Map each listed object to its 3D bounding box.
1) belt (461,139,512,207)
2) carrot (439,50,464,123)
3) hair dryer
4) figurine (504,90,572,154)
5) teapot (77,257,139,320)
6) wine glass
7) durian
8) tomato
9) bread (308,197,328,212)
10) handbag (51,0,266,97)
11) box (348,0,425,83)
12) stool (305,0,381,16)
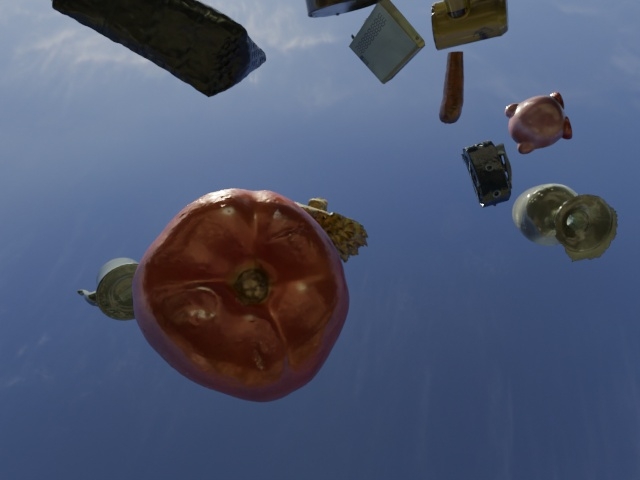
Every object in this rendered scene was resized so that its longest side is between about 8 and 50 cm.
[{"bbox_3d":[0.557,-0.225,1.405,0.128,0.122,0.218,-15,-102,9],"label":"belt"},{"bbox_3d":[0.180,-0.206,0.583,0.032,0.093,0.032,0,-159,0],"label":"carrot"},{"bbox_3d":[0.247,-0.433,0.746,0.135,0.279,0.090,-1,-94,27],"label":"hair dryer"},{"bbox_3d":[0.692,-0.374,1.373,0.173,0.173,0.173,1,-121,-1],"label":"figurine"},{"bbox_3d":[-0.537,0.115,1.192,0.239,0.162,0.149,-23,-152,-31],"label":"teapot"},{"bbox_3d":[0.823,-0.079,1.498,0.238,0.323,0.238,0,-77,0],"label":"wine glass"},{"bbox_3d":[0.007,0.004,0.987,0.196,0.305,0.185,-2,-111,-16],"label":"durian"},{"bbox_3d":[-0.089,0.064,0.535,0.260,0.180,0.259,3,-104,-14],"label":"tomato"},{"bbox_3d":[-0.009,-0.089,1.434,0.072,0.106,0.053,15,-158,34],"label":"bread"},{"bbox_3d":[-0.186,-0.276,0.519,0.270,0.088,0.175,25,-153,-22],"label":"handbag"},{"bbox_3d":[0.208,-0.651,1.412,0.211,0.270,0.045,45,-104,-7],"label":"box"},{"bbox_3d":[0.032,-0.648,0.936,0.179,0.264,0.179,-11,-159,4],"label":"stool"}]
